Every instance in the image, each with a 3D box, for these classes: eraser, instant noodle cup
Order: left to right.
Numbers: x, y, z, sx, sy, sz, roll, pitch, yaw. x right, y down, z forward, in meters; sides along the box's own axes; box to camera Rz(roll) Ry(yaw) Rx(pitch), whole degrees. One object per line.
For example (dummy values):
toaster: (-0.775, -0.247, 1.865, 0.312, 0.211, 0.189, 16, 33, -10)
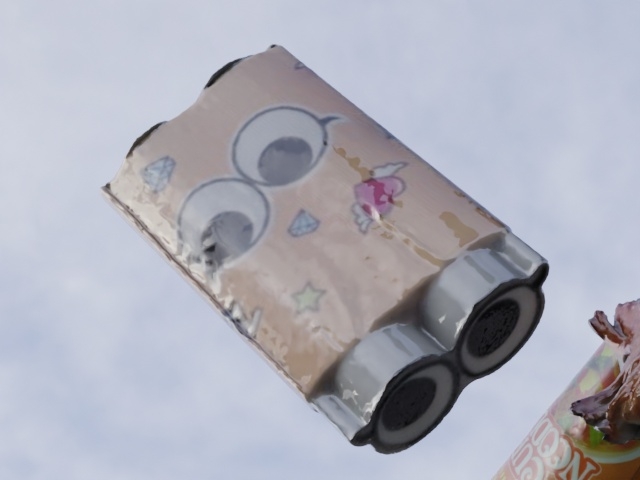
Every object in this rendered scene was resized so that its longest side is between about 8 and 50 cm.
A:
eraser: (0.000, 0.000, 1.120, 0.171, 0.290, 0.087, -42, -36, -8)
instant noodle cup: (0.225, 0.148, 1.184, 0.168, 0.168, 0.185, 21, -72, -28)

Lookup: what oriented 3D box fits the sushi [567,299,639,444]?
sushi: (0.326, 0.092, 1.032, 0.332, 0.124, 0.130, 14, -45, 1)
